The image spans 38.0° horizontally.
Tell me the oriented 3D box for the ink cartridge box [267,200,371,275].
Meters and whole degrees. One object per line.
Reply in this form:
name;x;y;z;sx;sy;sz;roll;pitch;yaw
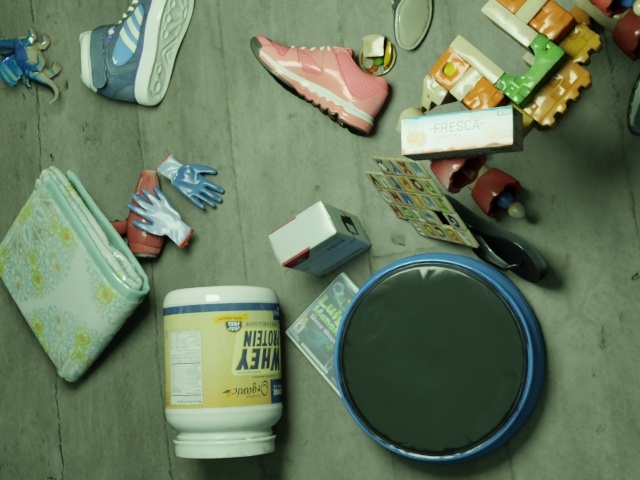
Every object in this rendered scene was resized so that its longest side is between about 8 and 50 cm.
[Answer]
ink cartridge box;0.000;0.000;1.773;0.127;0.175;0.072;-32;70;17

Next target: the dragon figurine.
dragon figurine;-0.688;-0.399;2.162;0.144;0.085;0.289;-32;72;17

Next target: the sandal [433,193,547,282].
sandal;0.298;0.009;1.685;0.254;0.097;0.054;34;67;32

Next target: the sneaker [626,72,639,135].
sneaker;0.621;-0.297;1.573;0.122;0.110;0.283;30;99;16

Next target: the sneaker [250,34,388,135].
sneaker;0.003;-0.338;1.857;0.314;0.116;0.136;36;90;15

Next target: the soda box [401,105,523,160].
soda box;0.217;-0.164;1.435;0.183;0.058;0.063;-2;83;28

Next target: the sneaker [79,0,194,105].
sneaker;-0.425;-0.467;2.030;0.236;0.130;0.323;19;98;20

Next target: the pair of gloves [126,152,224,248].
pair of gloves;-0.302;-0.089;1.956;0.159;0.023;0.198;36;76;5

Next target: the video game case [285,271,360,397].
video game case;0.048;0.188;1.815;0.173;0.022;0.190;-47;69;12

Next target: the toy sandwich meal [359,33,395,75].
toy sandwich meal;0.110;-0.369;1.842;0.085;0.029;0.085;-3;83;23

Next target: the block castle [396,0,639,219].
block castle;0.373;-0.259;1.572;0.453;0.303;0.213;-49;63;11

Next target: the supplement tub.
supplement tub;-0.188;0.252;1.798;0.228;0.228;0.316;-5;83;23

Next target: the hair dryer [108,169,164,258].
hair dryer;-0.434;-0.027;2.016;0.223;0.080;0.293;41;100;22

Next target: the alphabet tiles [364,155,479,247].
alphabet tiles;0.168;-0.075;1.678;0.009;0.198;0.237;-44;22;-14

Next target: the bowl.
bowl;0.208;0.214;1.697;0.391;0.077;0.391;-1;85;19

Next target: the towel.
towel;-0.549;0.069;2.016;0.374;0.090;0.320;53;124;19

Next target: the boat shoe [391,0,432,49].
boat shoe;0.174;-0.474;1.822;0.065;0.075;0.206;-170;85;-67
